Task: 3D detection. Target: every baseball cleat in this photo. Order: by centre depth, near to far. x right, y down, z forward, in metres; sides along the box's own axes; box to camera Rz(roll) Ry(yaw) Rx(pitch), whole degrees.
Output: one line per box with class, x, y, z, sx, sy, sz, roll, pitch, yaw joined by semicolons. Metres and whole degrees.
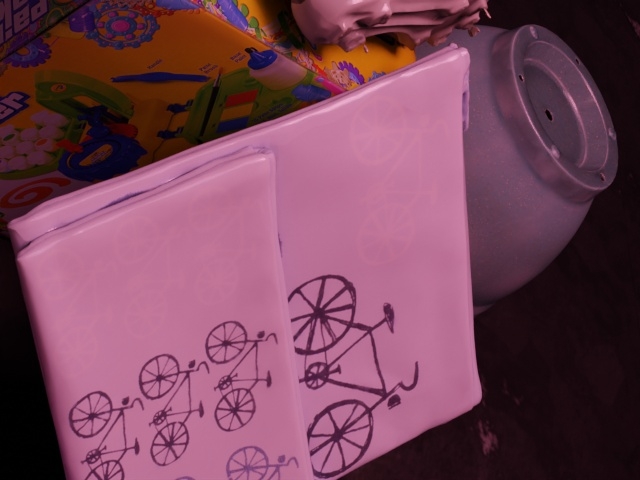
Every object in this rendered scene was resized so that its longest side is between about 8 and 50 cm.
baseball cleat;0.040;-0.179;1.054;0.206;0.072;0.109;-13;72;-60

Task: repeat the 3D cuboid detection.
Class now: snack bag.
snack bag;-0.024;0.066;1.071;0.342;0.037;0.323;-24;127;-25

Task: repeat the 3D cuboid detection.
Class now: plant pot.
plant pot;0.162;-0.092;1.565;0.293;0.196;0.293;32;44;-37

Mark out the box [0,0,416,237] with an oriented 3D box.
box;-0.131;-0.130;1.116;0.279;0.290;0.177;25;49;-44
